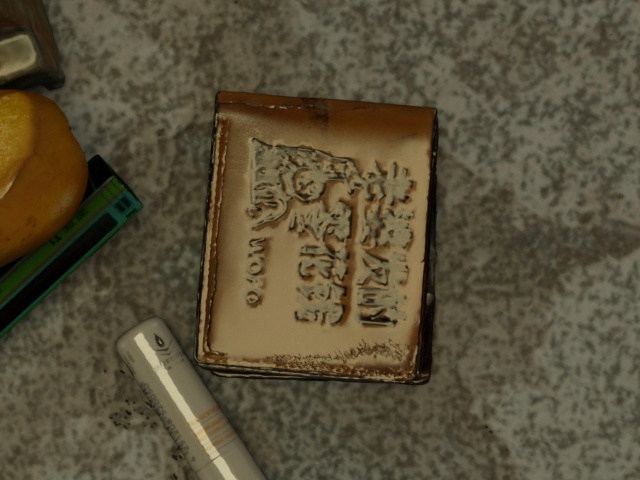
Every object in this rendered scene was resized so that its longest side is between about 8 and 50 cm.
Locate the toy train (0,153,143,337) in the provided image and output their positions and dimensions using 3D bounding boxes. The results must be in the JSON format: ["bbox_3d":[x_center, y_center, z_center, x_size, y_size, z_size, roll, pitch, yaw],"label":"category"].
[{"bbox_3d":[-0.210,0.031,1.301,0.209,0.044,0.042,-43,121,1],"label":"toy train"}]

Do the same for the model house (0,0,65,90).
[{"bbox_3d":[-0.306,-0.217,1.182,0.194,0.325,0.267,-16,86,0],"label":"model house"}]

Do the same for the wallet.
[{"bbox_3d":[0.001,0.000,1.295,0.161,0.042,0.195,4,88,3],"label":"wallet"}]

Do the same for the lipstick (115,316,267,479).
[{"bbox_3d":[-0.088,0.118,1.295,0.040,0.040,0.141,-34,85,1],"label":"lipstick"}]

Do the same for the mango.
[{"bbox_3d":[-0.247,-0.020,1.259,0.217,0.141,0.102,-21,130,21],"label":"mango"}]
